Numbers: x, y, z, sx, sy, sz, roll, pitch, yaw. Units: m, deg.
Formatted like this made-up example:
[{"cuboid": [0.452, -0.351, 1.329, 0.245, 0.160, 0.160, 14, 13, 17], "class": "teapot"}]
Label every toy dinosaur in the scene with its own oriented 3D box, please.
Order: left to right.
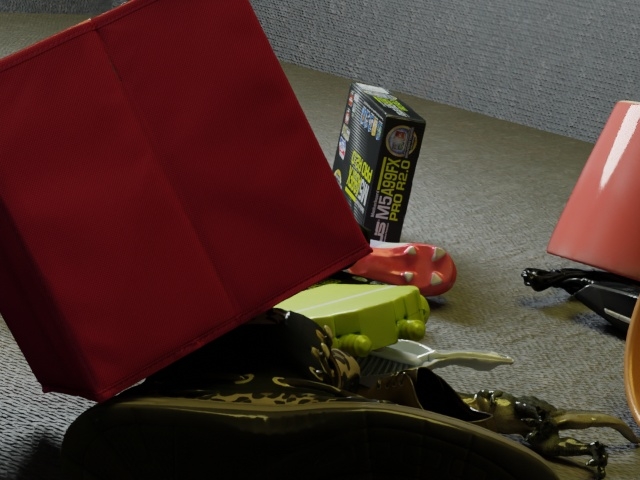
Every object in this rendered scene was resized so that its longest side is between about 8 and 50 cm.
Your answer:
[{"cuboid": [0.218, 0.181, 1.465, 0.268, 0.064, 0.118, 11, 6, -17], "class": "toy dinosaur"}]

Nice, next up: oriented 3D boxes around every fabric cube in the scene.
[{"cuboid": [-0.158, -0.041, 1.241, 0.259, 0.258, 0.254, -28, 7, -20], "class": "fabric cube"}]

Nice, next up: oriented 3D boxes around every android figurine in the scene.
[{"cuboid": [-0.006, 0.085, 1.506, 0.248, 0.056, 0.273, -13, 8, -34], "class": "android figurine"}]

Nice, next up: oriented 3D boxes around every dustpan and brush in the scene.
[{"cuboid": [0.092, 0.127, 1.570, 0.211, 0.060, 0.147, 11, 13, 1], "class": "dustpan and brush"}]

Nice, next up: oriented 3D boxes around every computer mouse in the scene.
[{"cuboid": [0.410, 0.089, 2.025, 0.262, 0.060, 0.184, 14, 7, 32], "class": "computer mouse"}]

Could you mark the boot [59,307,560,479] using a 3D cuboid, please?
[{"cuboid": [0.004, 0.154, 1.235, 0.377, 0.138, 0.284, 4, 13, 4], "class": "boot"}]

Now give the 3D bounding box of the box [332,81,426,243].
[{"cuboid": [0.071, -0.095, 2.144, 0.060, 0.216, 0.270, 10, 14, -12], "class": "box"}]

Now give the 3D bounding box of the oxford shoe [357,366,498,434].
[{"cuboid": [0.075, 0.151, 1.386, 0.227, 0.096, 0.082, 18, 19, 37], "class": "oxford shoe"}]

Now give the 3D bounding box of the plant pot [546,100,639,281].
[{"cuboid": [0.486, -0.060, 2.186, 0.275, 0.243, 0.275, 16, 3, -1], "class": "plant pot"}]

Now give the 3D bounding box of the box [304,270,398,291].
[{"cuboid": [-0.002, 0.069, 1.772, 0.184, 0.045, 0.190, 17, 14, 19], "class": "box"}]

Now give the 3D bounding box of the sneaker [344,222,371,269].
[{"cuboid": [0.000, 0.000, 1.795, 0.090, 0.081, 0.232, 6, 9, 12], "class": "sneaker"}]

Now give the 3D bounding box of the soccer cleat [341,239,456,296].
[{"cuboid": [0.052, 0.030, 1.949, 0.248, 0.083, 0.095, 8, -17, 7], "class": "soccer cleat"}]

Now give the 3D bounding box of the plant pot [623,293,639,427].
[{"cuboid": [0.483, 0.111, 1.563, 0.203, 0.291, 0.291, 24, 8, -22], "class": "plant pot"}]
